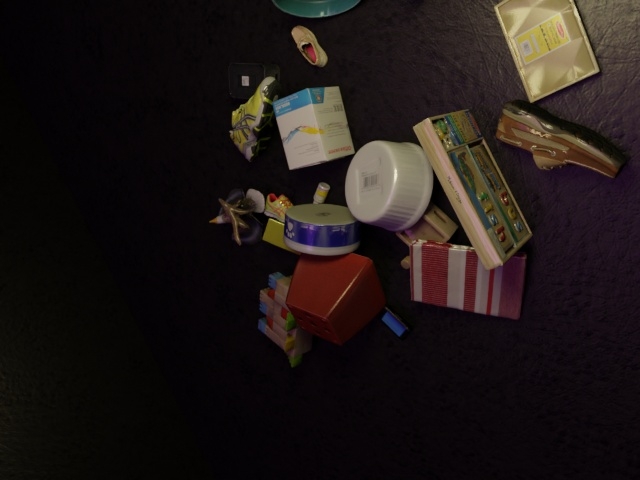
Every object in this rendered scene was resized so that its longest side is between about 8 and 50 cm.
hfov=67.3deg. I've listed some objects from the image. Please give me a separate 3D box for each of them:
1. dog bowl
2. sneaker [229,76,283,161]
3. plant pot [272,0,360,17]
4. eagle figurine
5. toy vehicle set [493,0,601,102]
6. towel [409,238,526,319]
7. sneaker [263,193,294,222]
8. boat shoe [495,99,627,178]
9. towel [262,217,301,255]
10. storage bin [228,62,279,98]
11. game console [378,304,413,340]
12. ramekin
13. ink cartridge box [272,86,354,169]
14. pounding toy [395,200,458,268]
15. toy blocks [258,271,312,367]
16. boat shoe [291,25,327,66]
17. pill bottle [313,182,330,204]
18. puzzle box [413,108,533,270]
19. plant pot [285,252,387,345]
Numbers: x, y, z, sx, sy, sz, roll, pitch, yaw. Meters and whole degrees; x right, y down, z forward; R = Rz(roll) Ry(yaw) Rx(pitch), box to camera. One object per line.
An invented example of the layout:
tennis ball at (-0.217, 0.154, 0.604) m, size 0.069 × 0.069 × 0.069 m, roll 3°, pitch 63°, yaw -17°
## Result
dog bowl at (0.008, -0.043, 1.633) m, size 0.265 × 0.265 × 0.104 m, roll 17°, pitch 114°, yaw 33°
sneaker at (-0.244, -0.434, 1.701) m, size 0.147 × 0.145 × 0.384 m, roll 39°, pitch 144°, yaw 2°
plant pot at (-0.016, -0.832, 1.386) m, size 0.272 × 0.272 × 0.255 m, roll -4°, pitch 89°, yaw 39°
eagle figurine at (-0.335, -0.099, 1.939) m, size 0.225 × 0.298 × 0.226 m, roll 17°, pitch 88°, yaw 2°
toy vehicle set at (0.559, -0.501, 1.191) m, size 0.166 × 0.035 × 0.266 m, roll -20°, pitch 93°, yaw 40°
towel at (0.433, 0.116, 1.441) m, size 0.329 × 0.037 × 0.237 m, roll 8°, pitch 125°, yaw 24°
sneaker at (-0.138, -0.125, 1.839) m, size 0.209 × 0.081 × 0.094 m, roll 19°, pitch 114°, yaw 32°
boat shoe at (0.593, -0.240, 1.215) m, size 0.324 × 0.123 × 0.119 m, roll 41°, pitch 132°, yaw 30°
towel at (-0.097, -0.002, 1.823) m, size 0.237 × 0.021 × 0.102 m, roll 22°, pitch 118°, yaw -1°
storage bin at (-0.244, -0.582, 1.755) m, size 0.180 × 0.084 × 0.122 m, roll 16°, pitch 115°, yaw 32°
game console at (0.258, 0.292, 1.688) m, size 0.122 × 0.107 × 0.071 m, roll 43°, pitch 99°, yaw 17°
ramekin at (0.195, -0.169, 1.456) m, size 0.277 × 0.135 × 0.277 m, roll -11°, pitch 76°, yaw 57°
ink cartridge box at (-0.021, -0.371, 1.600) m, size 0.168 × 0.171 × 0.232 m, roll -8°, pitch 100°, yaw 39°
pounding toy at (0.333, 0.006, 1.516) m, size 0.181 × 0.094 × 0.206 m, roll 44°, pitch 134°, yaw 5°
toy blocks at (-0.144, 0.277, 1.944) m, size 0.261 × 0.191 × 0.381 m, roll 30°, pitch 123°, yaw 40°
boat shoe at (-0.044, -0.647, 1.593) m, size 0.170 × 0.059 × 0.063 m, roll 52°, pitch 129°, yaw 11°
pill bottle at (0.001, -0.166, 1.739) m, size 0.043 × 0.043 × 0.083 m, roll 39°, pitch 126°, yaw 21°
puzzle box at (0.416, -0.148, 1.276) m, size 0.052 × 0.272 × 0.408 m, roll -28°, pitch 89°, yaw 42°
plant pot at (0.036, 0.197, 1.648) m, size 0.267 × 0.235 × 0.267 m, roll 17°, pitch 149°, yaw 33°
